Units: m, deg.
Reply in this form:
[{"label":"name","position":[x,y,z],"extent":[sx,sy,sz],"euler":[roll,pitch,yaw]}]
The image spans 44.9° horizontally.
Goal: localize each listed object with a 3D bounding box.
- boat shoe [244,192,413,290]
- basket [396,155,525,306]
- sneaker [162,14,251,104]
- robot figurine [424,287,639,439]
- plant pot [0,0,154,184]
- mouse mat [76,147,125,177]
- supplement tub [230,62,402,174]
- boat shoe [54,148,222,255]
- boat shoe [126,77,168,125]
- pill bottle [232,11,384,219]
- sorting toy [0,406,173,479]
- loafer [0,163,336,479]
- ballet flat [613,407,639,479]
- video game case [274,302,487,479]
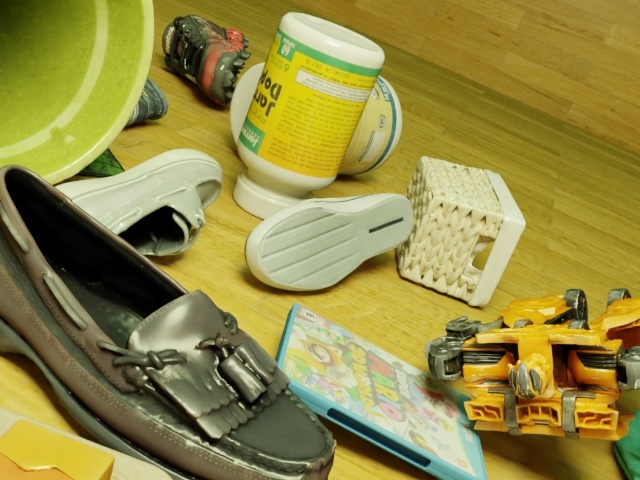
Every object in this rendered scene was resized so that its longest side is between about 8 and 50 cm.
[{"label":"boat shoe","position":[0.000,0.000,0.768],"extent":[0.076,0.083,0.226],"euler":[1,8,43]},{"label":"basket","position":[0.150,-0.018,0.880],"extent":[0.103,0.113,0.167],"euler":[18,22,-6]},{"label":"sneaker","position":[-0.180,-0.280,1.185],"extent":[0.135,0.097,0.276],"euler":[17,21,-15]},{"label":"robot figurine","position":[0.215,0.094,0.643],"extent":[0.211,0.085,0.291],"euler":[-4,4,33]},{"label":"plant pot","position":[-0.338,-0.205,0.693],"extent":[0.254,0.276,0.276],"euler":[22,18,38]},{"label":"mouse mat","position":[-0.302,-0.116,0.818],"extent":[0.153,0.007,0.190],"euler":[4,28,-38]},{"label":"supplement tub","position":[-0.003,-0.159,1.010],"extent":[0.200,0.144,0.144],"euler":[-4,34,-48]},{"label":"boat shoe","position":[-0.146,-0.016,0.662],"extent":[0.081,0.079,0.227],"euler":[39,31,14]},{"label":"boat shoe","position":[-0.277,-0.199,0.962],"extent":[0.183,0.065,0.083],"euler":[37,24,17]},{"label":"pill bottle","position":[-0.021,-0.127,0.837],"extent":[0.118,0.208,0.117],"euler":[20,23,-8]},{"label":"sorting toy","position":[-0.182,0.125,0.340],"extent":[0.208,0.038,0.193],"euler":[24,22,2]},{"label":"loafer","position":[-0.116,0.055,0.484],"extent":[0.302,0.095,0.109],"euler":[30,21,17]},{"label":"ballet flat","position":[0.277,0.191,0.558],"extent":[0.083,0.087,0.247],"euler":[23,23,-5]},{"label":"video game case","position":[0.044,0.113,0.574],"extent":[0.166,0.015,0.119],"euler":[29,19,-6]}]
